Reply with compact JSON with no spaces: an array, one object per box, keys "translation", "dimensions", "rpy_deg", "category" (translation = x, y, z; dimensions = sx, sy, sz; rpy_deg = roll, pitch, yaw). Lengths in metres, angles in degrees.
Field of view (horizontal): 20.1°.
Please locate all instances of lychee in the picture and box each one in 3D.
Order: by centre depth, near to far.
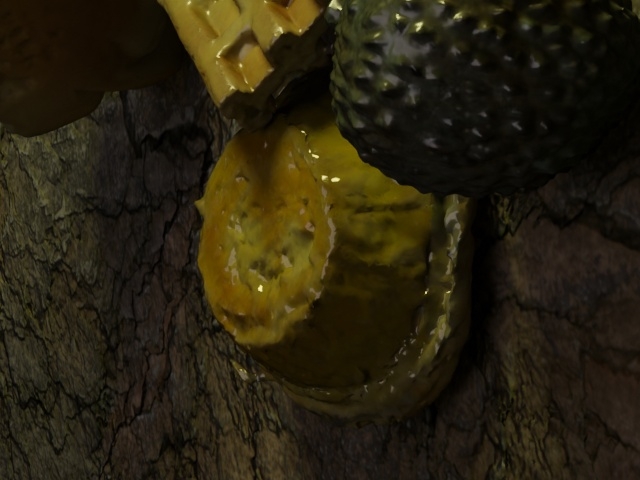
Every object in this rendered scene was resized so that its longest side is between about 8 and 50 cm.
[{"translation":[0.127,-0.159,1.456],"dimensions":[0.274,0.255,0.255],"rpy_deg":[7,102,23],"category":"lychee"}]

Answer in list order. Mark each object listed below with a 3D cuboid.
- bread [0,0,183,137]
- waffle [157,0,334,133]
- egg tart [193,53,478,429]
[{"translation":[-0.301,-0.306,1.949],"dimensions":[0.424,0.245,0.329],"rpy_deg":[75,-157,-48],"category":"bread"},{"translation":[-0.031,-0.307,1.711],"dimensions":[0.348,0.077,0.304],"rpy_deg":[-52,42,20],"category":"waffle"},{"translation":[0.000,0.000,1.740],"dimensions":[0.388,0.169,0.387],"rpy_deg":[0,90,54],"category":"egg tart"}]
